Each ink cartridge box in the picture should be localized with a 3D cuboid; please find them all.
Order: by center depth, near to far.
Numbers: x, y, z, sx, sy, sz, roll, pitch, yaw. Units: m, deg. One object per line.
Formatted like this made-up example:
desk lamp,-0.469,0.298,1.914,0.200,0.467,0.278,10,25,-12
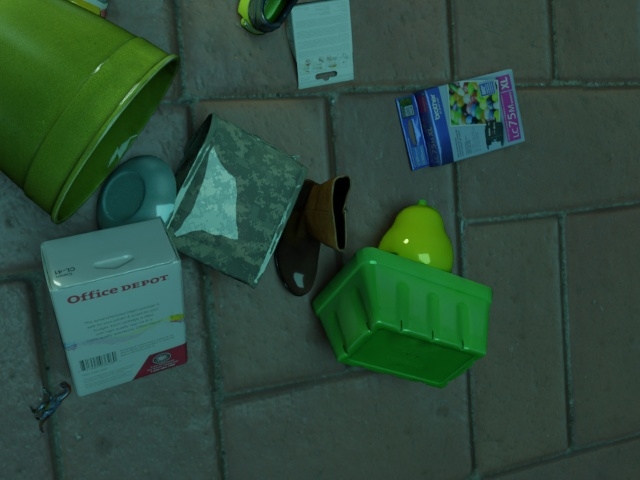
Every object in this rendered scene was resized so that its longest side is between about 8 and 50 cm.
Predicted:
ink cartridge box,-0.376,0.127,1.350,0.226,0.131,0.306,-14,136,-21
ink cartridge box,0.000,-0.439,1.609,0.145,0.045,0.179,-16,118,-22
ink cartridge box,0.343,-0.292,1.750,0.311,0.065,0.186,-17,100,-20

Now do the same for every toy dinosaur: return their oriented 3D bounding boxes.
toy dinosaur,-0.533,0.322,1.439,0.082,0.047,0.090,-26,137,-29

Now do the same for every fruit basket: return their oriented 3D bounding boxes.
fruit basket,0.194,0.106,1.649,0.392,0.283,0.392,21,43,-21

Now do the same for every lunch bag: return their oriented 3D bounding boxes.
lunch bag,-0.185,-0.087,1.477,0.235,0.169,0.287,28,88,-22

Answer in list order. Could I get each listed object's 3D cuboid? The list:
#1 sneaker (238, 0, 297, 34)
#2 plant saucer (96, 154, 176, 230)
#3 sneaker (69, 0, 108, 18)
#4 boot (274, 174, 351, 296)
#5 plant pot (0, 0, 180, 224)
sneaker,-0.064,-0.558,1.481,0.111,0.121,0.300,13,107,-32
plant saucer,-0.367,-0.080,1.392,0.037,0.195,0.195,30,80,-59
sneaker,-0.495,-0.488,1.335,0.225,0.088,0.093,12,93,-49
boot,0.000,0.000,1.500,0.096,0.280,0.264,7,91,-24
plant pot,-0.495,-0.278,1.253,0.353,0.366,0.366,36,80,-10
